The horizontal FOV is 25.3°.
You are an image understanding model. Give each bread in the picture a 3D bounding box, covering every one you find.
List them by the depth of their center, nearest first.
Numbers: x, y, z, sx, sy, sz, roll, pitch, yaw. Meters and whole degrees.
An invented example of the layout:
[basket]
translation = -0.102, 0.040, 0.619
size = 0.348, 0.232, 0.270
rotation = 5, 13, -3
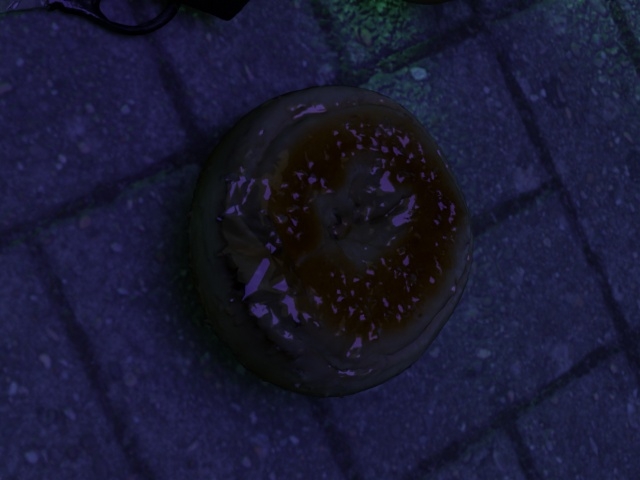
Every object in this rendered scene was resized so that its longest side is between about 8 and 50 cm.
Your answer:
[bread]
translation = 0.000, 0.000, 1.357
size = 0.305, 0.158, 0.306
rotation = 6, 79, -33

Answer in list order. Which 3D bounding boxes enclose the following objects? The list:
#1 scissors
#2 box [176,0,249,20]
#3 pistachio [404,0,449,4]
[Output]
[scissors]
translation = -0.266, -0.229, 1.319
size = 0.300, 0.022, 0.109
rotation = -15, 85, -33
[box]
translation = -0.104, -0.396, 1.257
size = 0.251, 0.345, 0.205
rotation = 16, 60, -27
[pistachio]
translation = 0.158, -0.367, 1.479
size = 0.309, 0.230, 0.230
rotation = -38, 100, -29
